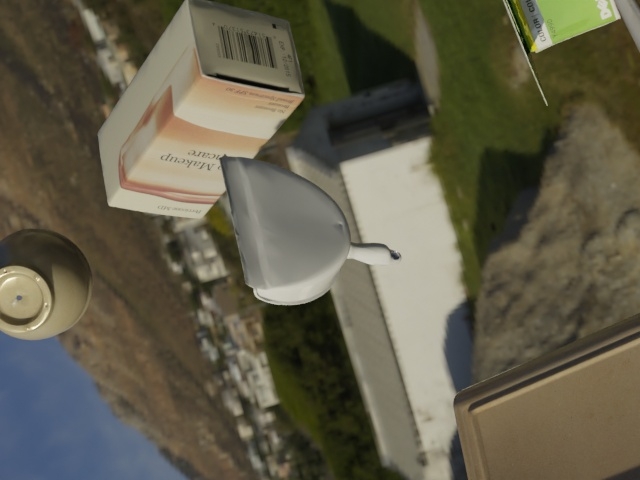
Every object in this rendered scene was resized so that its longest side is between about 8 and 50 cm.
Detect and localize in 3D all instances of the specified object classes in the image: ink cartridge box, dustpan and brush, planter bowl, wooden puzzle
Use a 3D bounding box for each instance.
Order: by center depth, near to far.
[{"bbox_3d":[0.227,0.184,1.005,0.044,0.221,0.239,44,-151,-38],"label":"wooden puzzle"},{"bbox_3d":[0.208,-0.267,1.122,0.255,0.097,0.189,-84,-29,-58],"label":"ink cartridge box"},{"bbox_3d":[0.000,0.000,1.139,0.060,0.211,0.147,-48,47,47],"label":"dustpan and brush"},{"bbox_3d":[-0.413,0.072,1.707,0.109,0.162,0.162,-79,-27,-78],"label":"planter bowl"}]

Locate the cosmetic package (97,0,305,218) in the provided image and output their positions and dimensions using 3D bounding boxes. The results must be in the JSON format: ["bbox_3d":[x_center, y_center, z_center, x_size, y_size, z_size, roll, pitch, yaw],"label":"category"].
[{"bbox_3d":[-0.161,-0.162,1.563,0.296,0.153,0.129,-46,47,47],"label":"cosmetic package"}]

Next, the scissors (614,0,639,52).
[{"bbox_3d":[0.211,-0.056,0.688,0.109,0.021,0.297,72,177,-48],"label":"scissors"}]
